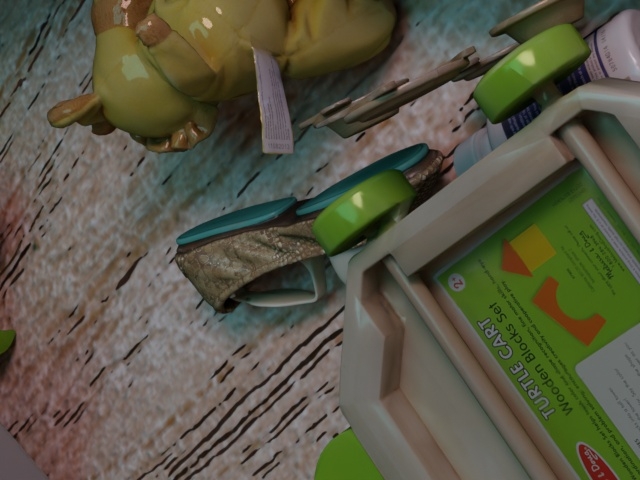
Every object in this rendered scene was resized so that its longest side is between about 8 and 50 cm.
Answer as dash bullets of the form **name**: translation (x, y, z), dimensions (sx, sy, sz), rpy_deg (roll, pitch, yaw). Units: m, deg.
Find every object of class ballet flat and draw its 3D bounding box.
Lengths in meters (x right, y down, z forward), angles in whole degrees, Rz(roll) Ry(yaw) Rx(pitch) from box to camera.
- **ballet flat**: translation (0.000, 0.000, 0.816), dimensions (0.206, 0.073, 0.067), rpy_deg (-17, 103, 42)

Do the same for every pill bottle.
- **pill bottle**: translation (0.128, -0.059, 0.696), dimensions (0.120, 0.067, 0.067), rpy_deg (-34, 65, 34)

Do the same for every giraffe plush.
- **giraffe plush**: translation (-0.073, -0.126, 0.820), dimensions (0.170, 0.181, 0.210), rpy_deg (-21, 55, 50)

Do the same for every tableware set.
- **tableware set**: translation (0.066, -0.088, 0.678), dimensions (0.020, 0.169, 0.141), rpy_deg (64, 164, -1)

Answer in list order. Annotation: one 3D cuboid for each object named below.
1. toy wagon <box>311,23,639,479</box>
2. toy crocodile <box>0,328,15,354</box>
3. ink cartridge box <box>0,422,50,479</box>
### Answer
- **toy wagon**: translation (0.104, 0.074, 0.667), dimensions (0.344, 0.068, 0.267), rpy_deg (-39, 81, 34)
- **toy crocodile**: translation (-0.314, -0.060, 1.071), dimensions (0.115, 0.105, 0.340), rpy_deg (-37, 59, 33)
- **ink cartridge box**: translation (-0.359, 0.159, 0.971), dimensions (0.270, 0.198, 0.197), rpy_deg (24, 62, 40)
